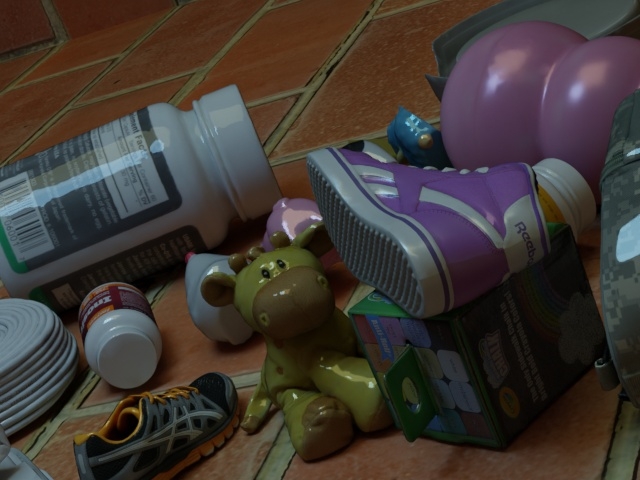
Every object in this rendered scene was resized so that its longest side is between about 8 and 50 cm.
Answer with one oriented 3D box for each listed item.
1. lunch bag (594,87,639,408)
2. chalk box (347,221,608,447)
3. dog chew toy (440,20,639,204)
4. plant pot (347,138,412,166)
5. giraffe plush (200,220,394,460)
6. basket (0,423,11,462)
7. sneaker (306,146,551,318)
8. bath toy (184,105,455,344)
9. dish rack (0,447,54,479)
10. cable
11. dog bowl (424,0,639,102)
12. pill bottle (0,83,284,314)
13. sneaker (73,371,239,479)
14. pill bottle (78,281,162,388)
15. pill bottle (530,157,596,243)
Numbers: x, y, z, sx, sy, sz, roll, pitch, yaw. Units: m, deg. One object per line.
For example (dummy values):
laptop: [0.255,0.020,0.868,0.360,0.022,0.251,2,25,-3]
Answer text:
lunch bag: [0.367,-0.001,1.195,0.305,0.212,0.256,-13,38,31]
chalk box: [0.123,0.089,1.334,0.213,0.132,0.132,-35,24,-34]
dog chew toy: [0.292,-0.126,1.632,0.332,0.206,0.206,8,35,40]
plant pot: [0.082,-0.081,1.895,0.083,0.081,0.081,-11,20,1]
giraffe plush: [-0.011,0.079,1.443,0.181,0.170,0.210,-36,24,-31]
basket: [-0.390,0.197,1.429,0.103,0.113,0.167,-9,23,37]
sneaker: [0.099,-0.026,1.335,0.161,0.102,0.282,-24,31,-14]
bath toy: [-0.011,-0.014,1.739,0.348,0.151,0.129,-36,42,-15]
dish rack: [-0.384,0.301,1.424,0.333,0.072,0.285,-28,20,-19]
cable: [-0.401,0.158,1.774,0.257,0.089,0.257,-10,23,30]
dog bowl: [0.307,-0.246,2.041,0.349,0.102,0.349,-20,20,8]
pill bottle: [-0.241,-0.053,1.980,0.361,0.204,0.204,-22,20,-1]
sneaker: [-0.152,0.176,1.472,0.084,0.083,0.215,-11,19,37]
pill bottle: [-0.221,0.107,1.719,0.086,0.086,0.152,-25,20,-6]
pill bottle: [0.169,0.004,1.522,0.215,0.117,0.117,-34,23,-27]
